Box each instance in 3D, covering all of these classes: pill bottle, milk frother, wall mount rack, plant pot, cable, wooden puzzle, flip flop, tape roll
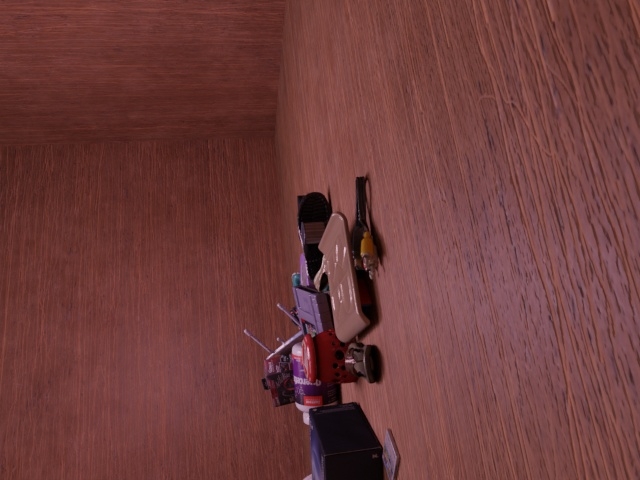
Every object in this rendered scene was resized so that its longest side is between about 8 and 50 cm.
[{"bbox_3d":[-0.020,0.588,2.022,0.181,0.181,0.323,169,97,-81],"label":"pill bottle"},{"bbox_3d":[0.000,0.000,1.799,0.129,0.134,0.143,176,90,-82],"label":"milk frother"},{"bbox_3d":[-0.166,0.424,2.245,0.130,0.350,0.304,57,-167,29],"label":"wall mount rack"},{"bbox_3d":[0.030,0.403,1.678,0.191,0.174,0.191,175,90,-79],"label":"plant pot"},{"bbox_3d":[0.129,-0.033,1.336,0.139,0.072,0.287,67,-154,-63],"label":"cable"},{"bbox_3d":[0.084,0.122,1.520,0.322,0.080,0.348,112,148,-66],"label":"wooden puzzle"},{"bbox_3d":[0.108,0.361,1.455,0.277,0.080,0.112,157,109,-80],"label":"flip flop"},{"bbox_3d":[-0.033,0.193,2.233,0.275,0.090,0.275,177,90,-81],"label":"tape roll"}]

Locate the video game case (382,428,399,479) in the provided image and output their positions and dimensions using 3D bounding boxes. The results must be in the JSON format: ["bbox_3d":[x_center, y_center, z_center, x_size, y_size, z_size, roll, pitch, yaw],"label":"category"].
[{"bbox_3d":[0.185,0.572,1.280,0.087,0.011,0.122,-109,18,-57],"label":"video game case"}]

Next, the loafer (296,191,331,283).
[{"bbox_3d":[-0.024,-0.009,1.940,0.130,0.133,0.366,88,-179,-86],"label":"loafer"}]

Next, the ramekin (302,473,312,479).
[{"bbox_3d":[0.000,1.119,2.079,0.109,0.207,0.207,-161,68,-71],"label":"ramekin"}]

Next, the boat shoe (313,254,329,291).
[{"bbox_3d":[0.034,0.103,1.739,0.072,0.068,0.190,-103,31,-63],"label":"boat shoe"}]

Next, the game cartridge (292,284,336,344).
[{"bbox_3d":[-0.032,0.311,1.982,0.355,0.068,0.230,179,83,-73],"label":"game cartridge"}]

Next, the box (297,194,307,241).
[{"bbox_3d":[-0.079,-0.103,2.479,0.183,0.059,0.233,-120,28,-72],"label":"box"}]

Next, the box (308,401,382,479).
[{"bbox_3d":[0.072,0.715,1.519,0.294,0.182,0.297,-149,56,-77],"label":"box"}]

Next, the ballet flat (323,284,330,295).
[{"bbox_3d":[0.054,0.187,1.775,0.068,0.072,0.213,56,175,-4],"label":"ballet flat"}]

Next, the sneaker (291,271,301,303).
[{"bbox_3d":[-0.091,0.281,2.547,0.110,0.107,0.275,-79,-16,-53],"label":"sneaker"}]

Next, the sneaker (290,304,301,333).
[{"bbox_3d":[-0.050,0.451,2.433,0.112,0.120,0.299,44,-166,-45],"label":"sneaker"}]

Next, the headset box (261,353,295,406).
[{"bbox_3d":[-0.126,0.641,2.258,0.110,0.293,0.218,-109,7,-58],"label":"headset box"}]
